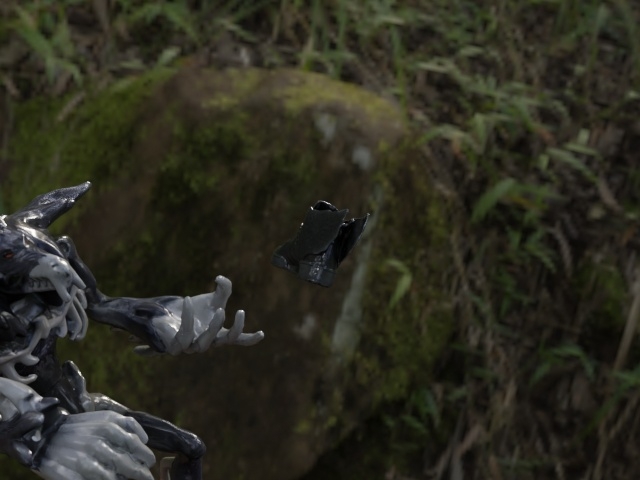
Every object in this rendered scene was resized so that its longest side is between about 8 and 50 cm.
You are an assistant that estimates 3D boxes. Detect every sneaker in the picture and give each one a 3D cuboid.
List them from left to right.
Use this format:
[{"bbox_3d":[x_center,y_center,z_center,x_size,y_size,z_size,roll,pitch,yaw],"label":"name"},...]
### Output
[{"bbox_3d":[-0.002,-0.001,1.470,0.051,0.089,0.170,17,3,-20],"label":"sneaker"}]

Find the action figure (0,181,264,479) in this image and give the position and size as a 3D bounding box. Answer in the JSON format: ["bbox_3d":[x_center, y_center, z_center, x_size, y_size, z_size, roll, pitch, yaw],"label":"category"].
[{"bbox_3d":[-0.108,0.074,0.681,0.141,0.275,0.164,-5,33,36],"label":"action figure"}]
